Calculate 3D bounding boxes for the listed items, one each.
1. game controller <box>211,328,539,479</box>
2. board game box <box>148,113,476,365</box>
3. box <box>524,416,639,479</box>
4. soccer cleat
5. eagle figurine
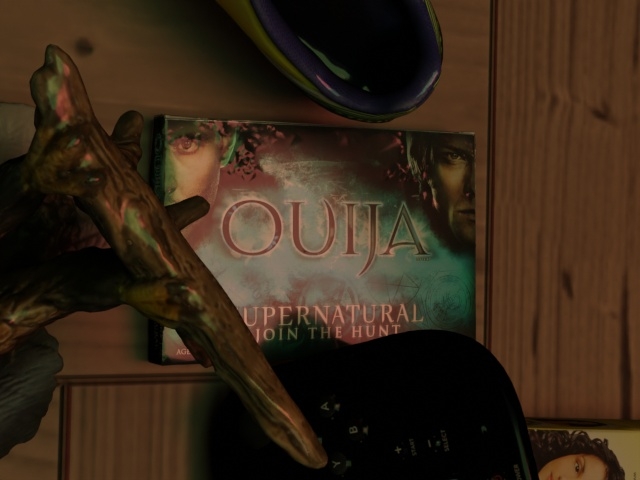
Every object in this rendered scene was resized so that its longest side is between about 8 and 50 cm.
[{"bbox_3d":[0.044,0.206,0.547,0.067,0.166,0.319,4,71,-54],"label":"game controller"},{"bbox_3d":[0.000,0.000,0.626,0.186,0.026,0.126,0,90,-27],"label":"board game box"},{"bbox_3d":[0.166,0.149,0.690,0.232,0.058,0.087,4,87,-27],"label":"box"},{"bbox_3d":[-0.046,-0.165,0.545,0.289,0.121,0.093,42,95,-21],"label":"soccer cleat"},{"bbox_3d":[-0.189,0.053,0.468,0.298,0.225,0.226,-31,60,6],"label":"eagle figurine"}]
